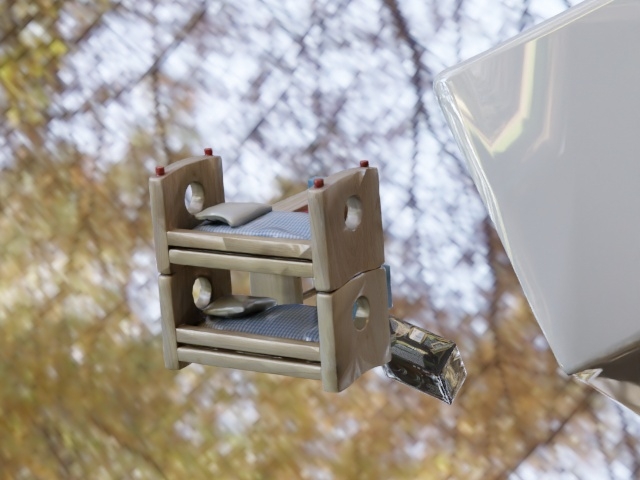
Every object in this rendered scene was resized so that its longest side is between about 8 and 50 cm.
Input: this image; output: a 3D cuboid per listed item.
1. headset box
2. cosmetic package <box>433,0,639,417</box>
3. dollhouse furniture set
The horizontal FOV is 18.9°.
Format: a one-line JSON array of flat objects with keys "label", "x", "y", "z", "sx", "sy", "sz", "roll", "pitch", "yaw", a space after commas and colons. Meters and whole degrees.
[{"label": "headset box", "x": 0.080, "y": 0.097, "z": 1.532, "sx": 0.032, "sy": 0.062, "sz": 0.083, "roll": -60, "pitch": -21, "yaw": -17}, {"label": "cosmetic package", "x": 0.247, "y": -0.061, "z": 0.588, "sx": 0.377, "sy": 0.097, "sz": 0.284, "roll": -26, "pitch": -14, "yaw": 11}, {"label": "dollhouse furniture set", "x": 0.000, "y": 0.000, "z": 1.218, "sx": 0.184, "sy": 0.129, "sz": 0.129, "roll": -26, "pitch": -64, "yaw": -54}]
